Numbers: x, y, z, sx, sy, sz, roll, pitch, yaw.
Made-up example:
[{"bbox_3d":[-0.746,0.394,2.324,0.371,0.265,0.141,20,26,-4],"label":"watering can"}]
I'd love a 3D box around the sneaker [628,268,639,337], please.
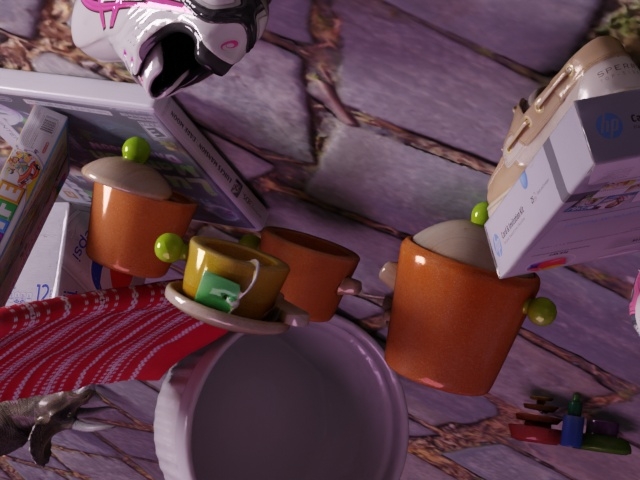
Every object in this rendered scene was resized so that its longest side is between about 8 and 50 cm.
[{"bbox_3d":[0.325,0.049,1.070,0.299,0.121,0.112,12,-170,-6],"label":"sneaker"}]

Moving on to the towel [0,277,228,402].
[{"bbox_3d":[-0.175,0.078,1.392,0.275,0.031,0.199,-8,161,-45],"label":"towel"}]

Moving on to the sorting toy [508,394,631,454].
[{"bbox_3d":[0.205,0.147,1.529,0.102,0.042,0.061,8,174,4],"label":"sorting toy"}]

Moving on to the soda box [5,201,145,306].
[{"bbox_3d":[-0.268,0.022,1.572,0.286,0.098,0.091,0,170,45],"label":"soda box"}]

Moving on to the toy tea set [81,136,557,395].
[{"bbox_3d":[0.000,0.000,1.283,0.336,0.124,0.200,15,-171,-9],"label":"toy tea set"}]

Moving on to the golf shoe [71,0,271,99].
[{"bbox_3d":[-0.098,-0.123,1.094,0.067,0.086,0.186,32,158,-29],"label":"golf shoe"}]

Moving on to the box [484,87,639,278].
[{"bbox_3d":[0.179,-0.035,0.995,0.145,0.038,0.186,-11,163,-12],"label":"box"}]

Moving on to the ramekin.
[{"bbox_3d":[-0.040,0.157,1.566,0.207,0.207,0.109,32,166,-24],"label":"ramekin"}]

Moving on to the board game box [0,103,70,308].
[{"bbox_3d":[-0.221,-0.008,1.337,0.026,0.154,0.103,22,159,2],"label":"board game box"}]

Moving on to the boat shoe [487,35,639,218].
[{"bbox_3d":[0.136,-0.061,1.052,0.063,0.059,0.170,-9,163,-24],"label":"boat shoe"}]

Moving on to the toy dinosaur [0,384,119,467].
[{"bbox_3d":[-0.382,0.192,2.103,0.313,0.121,0.160,-11,128,49],"label":"toy dinosaur"}]

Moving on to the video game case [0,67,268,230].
[{"bbox_3d":[-0.154,-0.067,1.374,0.190,0.022,0.173,9,156,31],"label":"video game case"}]
